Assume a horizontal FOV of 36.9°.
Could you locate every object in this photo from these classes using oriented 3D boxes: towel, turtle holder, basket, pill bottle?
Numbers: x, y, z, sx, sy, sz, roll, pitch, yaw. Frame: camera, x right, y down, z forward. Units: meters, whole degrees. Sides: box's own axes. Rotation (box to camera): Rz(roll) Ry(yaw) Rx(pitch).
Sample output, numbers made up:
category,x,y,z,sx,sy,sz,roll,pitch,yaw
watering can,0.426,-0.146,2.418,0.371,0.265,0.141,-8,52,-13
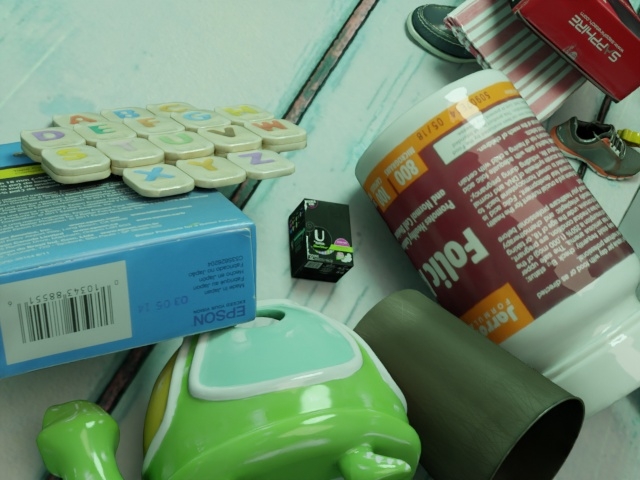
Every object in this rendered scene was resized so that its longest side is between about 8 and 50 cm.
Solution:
category,x,y,z,sx,sy,sz,roll,pitch,yaw
towel,0.275,-0.264,1.341,0.144,0.029,0.197,-38,91,-31
turtle holder,-0.075,0.195,0.925,0.320,0.243,0.227,-25,55,6
basket,0.140,0.166,1.022,0.154,0.204,0.227,-29,53,-27
pill bottle,0.233,0.015,1.142,0.224,0.224,0.392,-26,77,-33

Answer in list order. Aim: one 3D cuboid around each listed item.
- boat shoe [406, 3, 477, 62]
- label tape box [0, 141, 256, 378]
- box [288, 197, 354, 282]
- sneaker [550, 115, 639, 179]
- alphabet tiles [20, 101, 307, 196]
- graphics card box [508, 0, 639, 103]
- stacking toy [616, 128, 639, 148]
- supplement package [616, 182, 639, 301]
category,x,y,z,sx,sy,sz,roll,pitch,yaw
boat shoe,0.252,-0.298,1.401,0.254,0.079,0.095,18,64,-14
label tape box,-0.234,-0.008,0.959,0.240,0.106,0.333,-11,26,-23
box,0.000,0.000,1.143,0.062,0.052,0.083,9,60,-23
sneaker,0.416,-0.137,1.403,0.157,0.065,0.061,16,59,-17
alphabet tiles,-0.164,-0.109,1.030,0.284,0.021,0.278,-12,27,-30
graphics card box,0.343,-0.389,1.386,0.232,0.094,0.371,31,34,-29
stacking toy,0.567,-0.195,1.410,0.221,0.052,0.167,20,90,23
supplement package,0.466,0.047,1.179,0.145,0.262,0.204,-25,56,-32
